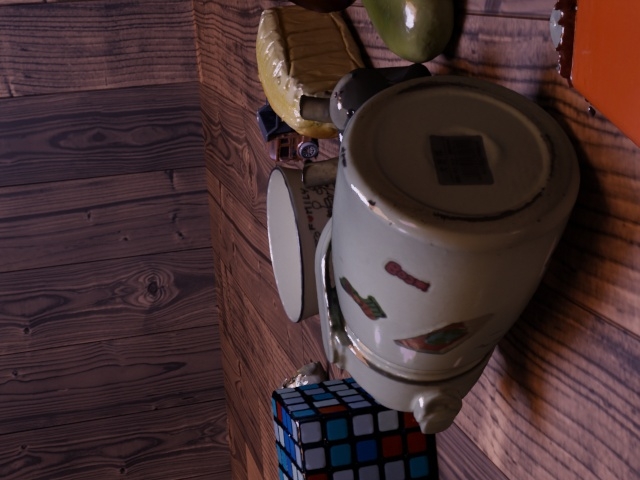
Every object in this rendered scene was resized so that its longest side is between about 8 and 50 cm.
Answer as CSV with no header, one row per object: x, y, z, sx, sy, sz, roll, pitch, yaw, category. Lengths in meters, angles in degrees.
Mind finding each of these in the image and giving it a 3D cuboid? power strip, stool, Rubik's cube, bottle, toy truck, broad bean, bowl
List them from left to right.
-0.053,-0.223,1.708,0.083,0.092,0.192,-114,21,-46,toy truck
0.000,0.000,1.537,0.238,0.126,0.238,173,90,-75,bowl
0.044,0.296,1.397,0.184,0.187,0.182,-162,65,-77,Rubik's cube
0.052,-0.129,1.118,0.228,0.139,0.153,62,-145,-52,stool
0.090,-0.273,1.142,0.124,0.082,0.174,97,161,-53,broad bean
0.107,0.026,0.994,0.352,0.229,0.229,95,161,-51,bottle
0.205,-0.167,0.843,0.055,0.035,0.083,113,150,-63,power strip

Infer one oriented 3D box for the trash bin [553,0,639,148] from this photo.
0.232,-0.097,0.554,0.239,0.161,0.184,-114,21,-69,trash bin

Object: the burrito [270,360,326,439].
-0.023,0.402,1.890,0.175,0.107,0.348,-18,81,62,burrito

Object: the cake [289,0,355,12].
0.006,-0.403,1.256,0.178,0.185,0.208,-58,-17,-12,cake

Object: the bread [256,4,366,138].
-0.013,-0.238,1.446,0.106,0.140,0.236,102,157,-44,bread
